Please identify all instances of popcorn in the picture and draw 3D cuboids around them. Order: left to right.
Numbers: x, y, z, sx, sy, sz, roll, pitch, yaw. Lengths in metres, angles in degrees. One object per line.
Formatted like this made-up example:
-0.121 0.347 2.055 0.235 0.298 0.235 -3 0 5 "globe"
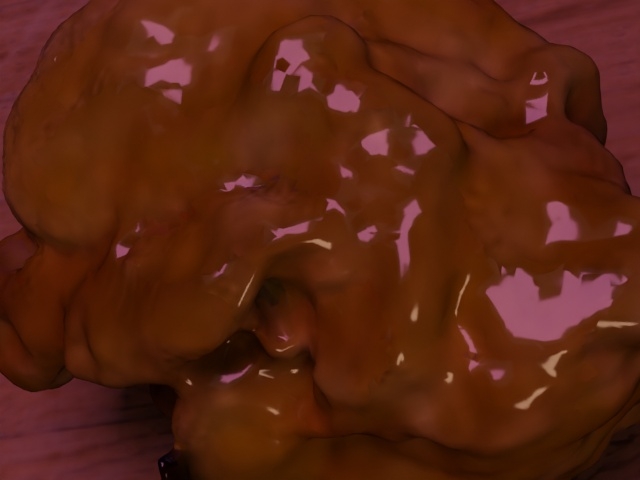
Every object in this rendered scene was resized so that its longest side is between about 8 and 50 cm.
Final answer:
-0.002 -0.002 0.536 0.253 0.190 0.191 -12 45 17 "popcorn"
